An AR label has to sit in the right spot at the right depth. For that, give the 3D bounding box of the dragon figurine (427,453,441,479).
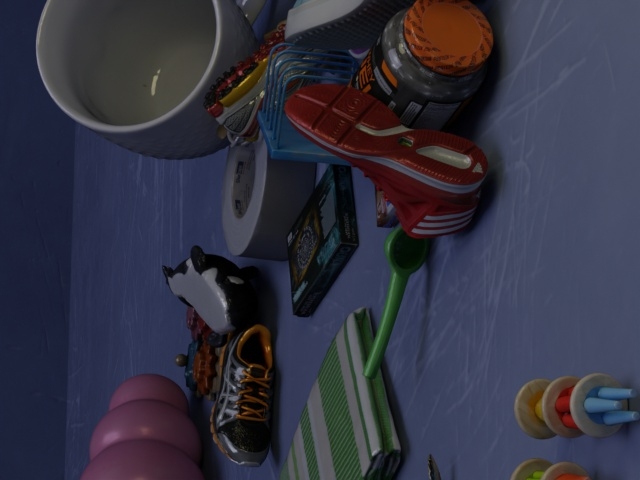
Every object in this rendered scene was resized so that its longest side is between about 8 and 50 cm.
[{"bbox_3d":[0.032,0.345,1.619,0.085,0.144,0.289,-106,29,-48],"label":"dragon figurine"}]

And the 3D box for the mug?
[{"bbox_3d":[-0.192,-0.291,2.295,0.374,0.276,0.328,-54,-18,1],"label":"mug"}]

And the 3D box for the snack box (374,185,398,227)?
[{"bbox_3d":[0.080,-0.107,1.822,0.064,0.022,0.178,128,144,-58],"label":"snack box"}]

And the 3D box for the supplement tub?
[{"bbox_3d":[0.099,-0.166,1.638,0.190,0.117,0.117,125,146,-55],"label":"supplement tub"}]

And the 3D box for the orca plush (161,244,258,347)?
[{"bbox_3d":[-0.138,0.075,2.315,0.287,0.102,0.151,158,96,-70],"label":"orca plush"}]

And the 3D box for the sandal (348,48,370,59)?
[{"bbox_3d":[0.079,-0.379,1.792,0.416,0.102,0.169,118,152,-48],"label":"sandal"}]

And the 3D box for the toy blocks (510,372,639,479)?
[{"bbox_3d":[0.212,0.171,1.287,0.148,0.054,0.123,160,116,-69],"label":"toy blocks"}]

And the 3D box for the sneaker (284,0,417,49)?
[{"bbox_3d":[0.065,-0.305,1.710,0.366,0.135,0.150,163,110,-64],"label":"sneaker"}]

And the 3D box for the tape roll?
[{"bbox_3d":[-0.075,-0.083,2.198,0.219,0.072,0.219,-173,90,-72],"label":"tape roll"}]

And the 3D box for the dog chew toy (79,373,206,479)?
[{"bbox_3d":[-0.273,0.345,2.466,0.331,0.207,0.206,-91,18,-47],"label":"dog chew toy"}]

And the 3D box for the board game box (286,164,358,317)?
[{"bbox_3d":[0.000,0.000,2.018,0.186,0.026,0.126,123,148,-52],"label":"board game box"}]

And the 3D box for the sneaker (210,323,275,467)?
[{"bbox_3d":[-0.100,0.209,2.162,0.083,0.084,0.214,126,147,-47],"label":"sneaker"}]

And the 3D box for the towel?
[{"bbox_3d":[0.017,0.268,1.866,0.247,0.038,0.324,-103,24,-47],"label":"towel"}]

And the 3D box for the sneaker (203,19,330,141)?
[{"bbox_3d":[-0.039,-0.216,2.012,0.225,0.092,0.088,-38,25,7],"label":"sneaker"}]

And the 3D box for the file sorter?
[{"bbox_3d":[-0.004,-0.166,1.897,0.170,0.118,0.104,-112,29,-68],"label":"file sorter"}]

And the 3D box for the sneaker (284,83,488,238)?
[{"bbox_3d":[0.059,-0.067,1.608,0.087,0.221,0.128,-47,-25,-35],"label":"sneaker"}]

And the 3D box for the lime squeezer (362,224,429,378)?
[{"bbox_3d":[0.071,-0.011,1.714,0.110,0.059,0.310,-18,62,24],"label":"lime squeezer"}]

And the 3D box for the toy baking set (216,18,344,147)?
[{"bbox_3d":[-0.057,-0.217,2.105,0.256,0.030,0.196,-6,60,52],"label":"toy baking set"}]

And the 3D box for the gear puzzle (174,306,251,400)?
[{"bbox_3d":[-0.165,0.161,2.422,0.339,0.044,0.175,174,102,-71],"label":"gear puzzle"}]
